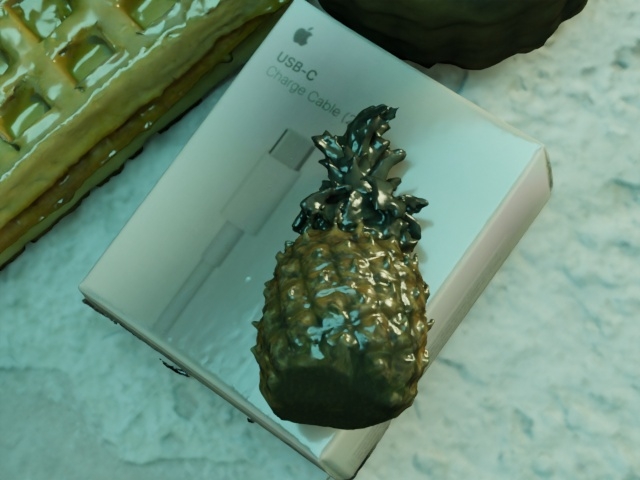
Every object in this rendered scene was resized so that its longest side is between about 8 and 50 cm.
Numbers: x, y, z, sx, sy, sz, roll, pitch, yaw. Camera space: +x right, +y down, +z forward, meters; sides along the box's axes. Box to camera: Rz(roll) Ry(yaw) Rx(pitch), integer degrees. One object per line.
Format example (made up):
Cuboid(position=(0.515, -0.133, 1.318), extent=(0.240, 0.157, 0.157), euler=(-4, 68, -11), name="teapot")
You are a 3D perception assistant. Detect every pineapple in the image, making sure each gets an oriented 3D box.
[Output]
Cuboid(position=(0.017, 0.010, 0.933), extent=(0.108, 0.108, 0.197), euler=(0, 63, 11), name="pineapple")

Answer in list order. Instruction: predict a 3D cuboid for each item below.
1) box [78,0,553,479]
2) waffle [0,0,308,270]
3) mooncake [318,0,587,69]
Cuboid(position=(0.000, 0.000, 1.038), extent=(0.203, 0.106, 0.251), euler=(34, 81, 20), name="box")
Cuboid(position=(-0.220, -0.145, 1.120), extent=(0.376, 0.114, 0.261), euler=(-43, 74, -4), name="waffle")
Cuboid(position=(0.086, -0.224, 1.063), extent=(0.228, 0.124, 0.228), euler=(-2, 65, 4), name="mooncake")
